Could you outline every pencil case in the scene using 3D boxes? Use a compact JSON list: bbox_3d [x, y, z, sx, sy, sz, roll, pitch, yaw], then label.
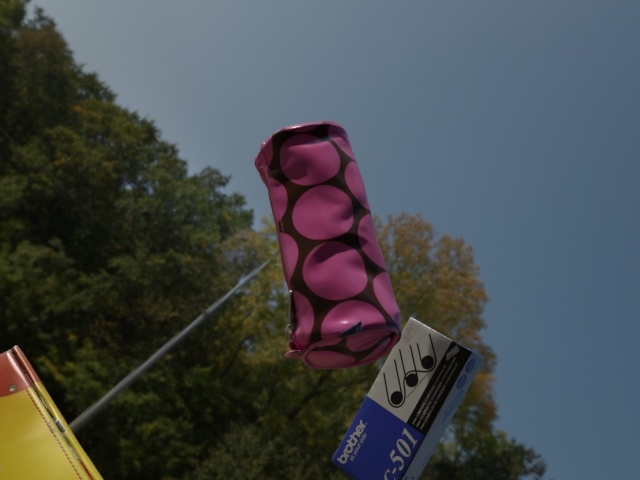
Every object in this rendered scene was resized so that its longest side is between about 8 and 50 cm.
[{"bbox_3d":[0.000,0.000,0.577,0.095,0.098,0.209,105,-26,-59],"label":"pencil case"}]

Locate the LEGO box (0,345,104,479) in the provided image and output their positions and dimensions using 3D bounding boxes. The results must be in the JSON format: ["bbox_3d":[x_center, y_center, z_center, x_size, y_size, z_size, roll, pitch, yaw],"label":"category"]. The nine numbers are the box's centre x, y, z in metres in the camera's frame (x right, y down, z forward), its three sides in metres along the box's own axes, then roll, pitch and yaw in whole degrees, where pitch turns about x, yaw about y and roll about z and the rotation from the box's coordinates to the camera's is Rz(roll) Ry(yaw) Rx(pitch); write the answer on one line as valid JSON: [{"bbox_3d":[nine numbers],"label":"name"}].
[{"bbox_3d":[-0.298,0.379,0.532,0.500,0.372,0.193,41,-37,32],"label":"LEGO box"}]

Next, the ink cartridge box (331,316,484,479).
[{"bbox_3d":[0.106,0.209,0.838,0.097,0.207,0.046,27,-3,40],"label":"ink cartridge box"}]
